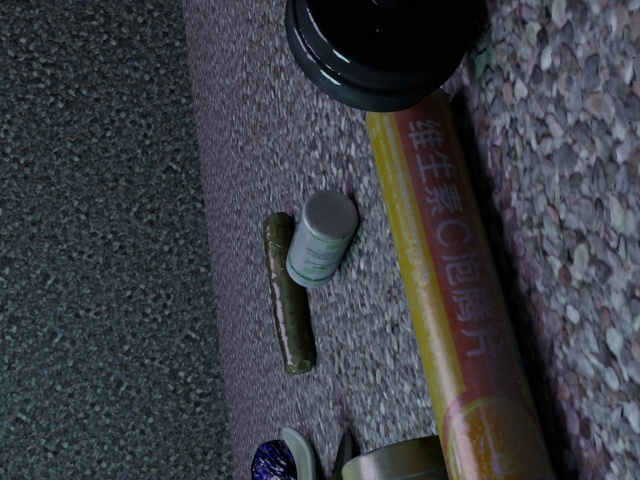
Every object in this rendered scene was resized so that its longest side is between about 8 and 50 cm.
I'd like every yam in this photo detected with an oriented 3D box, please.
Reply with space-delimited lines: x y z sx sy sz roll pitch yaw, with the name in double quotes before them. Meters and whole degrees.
"yam" -0.064 0.103 1.727 0.067 0.071 0.317 -20 73 38

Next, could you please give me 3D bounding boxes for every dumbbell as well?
"dumbbell" 0.080 -0.246 0.748 0.388 0.185 0.185 129 133 -70

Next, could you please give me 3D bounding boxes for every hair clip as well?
"hair clip" 0.018 0.434 1.457 0.172 0.113 0.282 111 149 -62

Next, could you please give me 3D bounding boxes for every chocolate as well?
"chocolate" -0.028 0.486 1.687 0.343 0.126 0.148 -163 76 -68

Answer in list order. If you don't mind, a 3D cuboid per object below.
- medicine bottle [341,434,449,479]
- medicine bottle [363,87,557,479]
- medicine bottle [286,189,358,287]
"medicine bottle" 0.129 0.373 0.896 0.151 0.151 0.323 109 151 -60
"medicine bottle" 0.125 0.052 0.853 0.108 0.108 0.426 113 148 -63
"medicine bottle" 0.000 0.000 1.381 0.183 0.086 0.086 111 149 -63
